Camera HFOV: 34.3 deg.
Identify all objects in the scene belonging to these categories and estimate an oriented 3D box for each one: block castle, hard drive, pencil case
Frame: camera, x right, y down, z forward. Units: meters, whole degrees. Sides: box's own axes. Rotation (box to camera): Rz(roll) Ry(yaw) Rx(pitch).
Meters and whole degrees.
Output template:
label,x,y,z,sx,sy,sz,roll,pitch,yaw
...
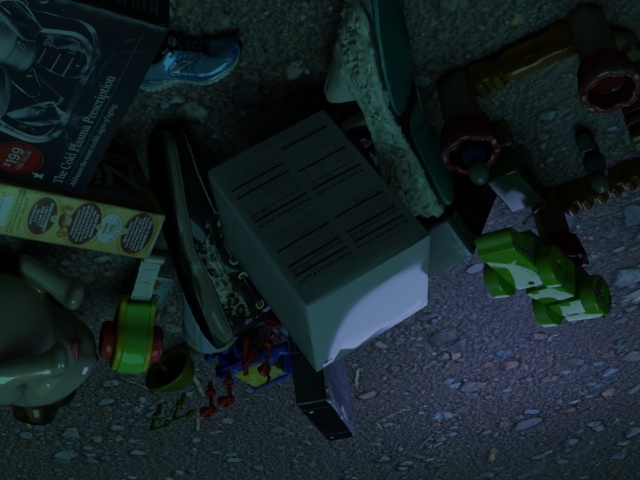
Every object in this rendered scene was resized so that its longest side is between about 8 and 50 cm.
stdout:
label,x,y,z,sx,sy,sz,roll,pitch,yaw
block castle,0.400,-0.116,1.594,0.303,0.212,0.453,-24,141,22
hard drive,0.000,0.227,1.939,0.064,0.236,0.339,-12,156,7
pencil case,-0.198,0.095,1.871,0.114,0.124,0.273,-2,146,-7

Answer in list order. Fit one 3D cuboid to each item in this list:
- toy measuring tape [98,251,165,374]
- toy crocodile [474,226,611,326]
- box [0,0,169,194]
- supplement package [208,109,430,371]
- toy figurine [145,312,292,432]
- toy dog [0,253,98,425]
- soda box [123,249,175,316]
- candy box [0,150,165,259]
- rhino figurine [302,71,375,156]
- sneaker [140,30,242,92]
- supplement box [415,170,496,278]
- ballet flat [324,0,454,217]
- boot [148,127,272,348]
label,x,y,z,sx,sy,sz,roll,pitch,yaw
toy measuring tape,-0.322,0.150,1.824,0.121,0.121,0.330,7,144,-18
toy crocodile,0.357,0.054,1.632,0.115,0.105,0.340,-19,144,39
box,-0.393,-0.252,1.298,0.313,0.179,0.343,13,140,-24
supplement package,0.000,0.000,1.473,0.198,0.262,0.199,-30,150,-14
toy figurine,-0.157,0.281,2.098,0.363,0.191,0.217,-30,144,31
toy dog,-0.575,0.181,1.800,0.395,0.284,0.408,-28,142,28
soda box,-0.317,0.092,1.897,0.058,0.063,0.183,9,143,-22
candy box,-0.402,-0.078,1.506,0.317,0.183,0.087,12,117,-32
rhino figurine,0.031,-0.167,1.582,0.106,0.073,0.243,-14,142,4
sneaker,-0.187,-0.253,1.431,0.162,0.063,0.073,-12,141,8
supplement box,0.197,-0.031,1.661,0.130,0.239,0.073,-32,103,31
ballet flat,0.079,-0.183,1.463,0.147,0.147,0.409,-15,128,11
boot,-0.104,-0.036,1.671,0.284,0.138,0.377,-21,112,-17
